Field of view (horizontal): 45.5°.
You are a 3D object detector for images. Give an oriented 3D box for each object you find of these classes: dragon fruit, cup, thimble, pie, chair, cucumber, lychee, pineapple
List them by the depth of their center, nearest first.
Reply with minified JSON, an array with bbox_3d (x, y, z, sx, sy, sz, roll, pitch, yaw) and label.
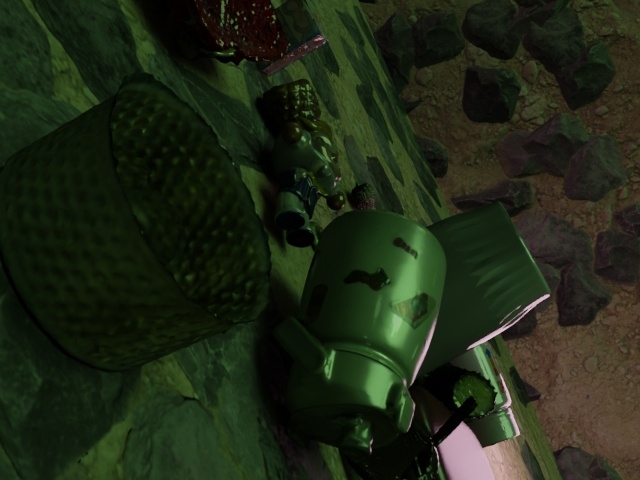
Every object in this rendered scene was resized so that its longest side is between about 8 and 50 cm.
[{"bbox_3d":[-0.179,-0.016,0.774,0.271,0.150,0.270,55,19,-30],"label":"thimble"},{"bbox_3d":[0.138,0.292,1.211,0.174,0.213,0.149,41,-7,17],"label":"chair"},{"bbox_3d":[-0.205,-0.398,1.263,0.317,0.152,0.205,65,36,-31],"label":"dragon fruit"},{"bbox_3d":[0.221,0.098,1.448,0.253,0.372,0.253,56,12,-18],"label":"cup"},{"bbox_3d":[0.000,0.000,1.491,0.085,0.017,0.085,54,21,-32],"label":"pie"},{"bbox_3d":[-0.028,-0.209,1.554,0.237,0.111,0.119,66,31,-15],"label":"pineapple"},{"bbox_3d":[0.278,0.309,1.627,0.359,0.096,0.096,136,-71,-83],"label":"cucumber"},{"bbox_3d":[0.102,-0.106,1.860,0.067,0.068,0.083,-45,120,-27],"label":"lychee"}]

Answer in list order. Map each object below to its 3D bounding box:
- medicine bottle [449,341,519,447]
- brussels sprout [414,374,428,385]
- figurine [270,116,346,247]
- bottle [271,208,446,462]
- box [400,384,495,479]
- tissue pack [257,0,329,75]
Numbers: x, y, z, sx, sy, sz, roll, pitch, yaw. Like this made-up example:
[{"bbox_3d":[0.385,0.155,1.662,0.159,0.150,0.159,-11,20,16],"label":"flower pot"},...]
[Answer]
[{"bbox_3d":[0.376,0.372,1.860,0.152,0.152,0.254,20,49,-66],"label":"medicine bottle"},{"bbox_3d":[0.208,0.279,1.663,0.085,0.058,0.085,164,-90,-75],"label":"brussels sprout"},{"bbox_3d":[-0.029,-0.099,1.386,0.194,0.133,0.274,37,43,-51],"label":"figurine"},{"bbox_3d":[0.049,0.150,1.100,0.229,0.229,0.351,52,42,-37],"label":"bottle"},{"bbox_3d":[0.225,0.425,1.416,0.404,0.108,0.263,45,25,-47],"label":"box"},{"bbox_3d":[-0.074,-0.441,1.644,0.065,0.155,0.115,22,44,-66],"label":"tissue pack"}]
